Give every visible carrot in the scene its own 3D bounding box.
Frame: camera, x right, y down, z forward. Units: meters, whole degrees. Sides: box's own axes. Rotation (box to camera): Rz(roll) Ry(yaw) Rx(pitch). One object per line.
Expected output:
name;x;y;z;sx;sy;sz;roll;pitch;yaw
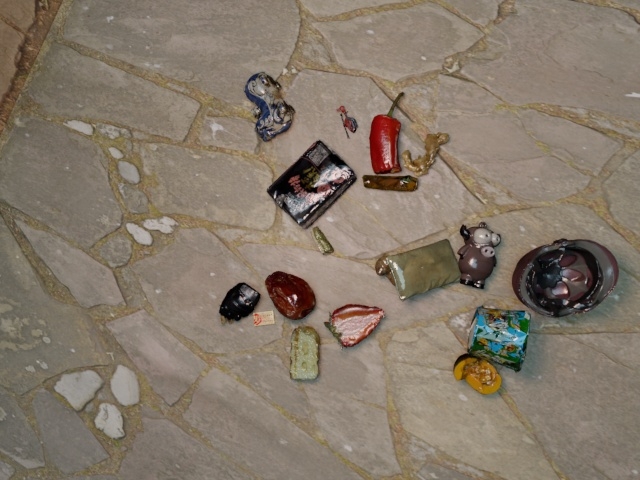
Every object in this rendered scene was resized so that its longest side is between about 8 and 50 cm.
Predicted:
carrot;0.286;-0.240;1.835;0.229;0.069;0.069;5;86;13

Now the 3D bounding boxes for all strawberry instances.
strawberry;0.139;0.319;1.803;0.228;0.098;0.174;-39;80;3

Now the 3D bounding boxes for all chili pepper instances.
chili pepper;0.262;-0.445;1.816;0.131;0.134;0.338;-1;89;34

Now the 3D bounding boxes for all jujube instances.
jujube;-0.129;0.221;1.845;0.236;0.168;0.168;40;94;27

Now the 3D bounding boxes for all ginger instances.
ginger;0.310;0.144;1.785;0.204;0.080;0.104;39;62;5
ginger;0.432;-0.353;1.820;0.193;0.052;0.176;-5;84;19

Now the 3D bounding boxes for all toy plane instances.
toy plane;0.117;-0.514;1.904;0.060;0.037;0.145;-24;85;19

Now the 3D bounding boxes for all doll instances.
doll;0.606;0.052;1.712;0.182;0.117;0.257;16;89;-17

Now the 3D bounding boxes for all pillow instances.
pillow;0.406;0.113;1.732;0.302;0.075;0.184;-15;80;-17

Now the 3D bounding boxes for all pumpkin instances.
pumpkin;0.588;0.496;1.689;0.183;0.107;0.119;33;101;-3

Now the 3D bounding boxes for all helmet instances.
helmet;0.861;0.133;1.617;0.338;0.197;0.271;-24;90;2

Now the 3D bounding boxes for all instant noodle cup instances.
instant noodle cup;0.649;0.350;1.633;0.178;0.240;0.240;12;88;16

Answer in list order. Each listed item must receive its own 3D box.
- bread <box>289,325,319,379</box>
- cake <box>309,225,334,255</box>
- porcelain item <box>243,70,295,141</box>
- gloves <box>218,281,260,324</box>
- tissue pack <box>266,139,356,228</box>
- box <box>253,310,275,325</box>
bread;-0.060;0.469;1.840;0.128;0.088;0.232;1;92;21
cake;0.000;0.000;1.879;0.051;0.055;0.140;-38;77;13
porcelain item;-0.238;-0.588;1.946;0.186;0.138;0.288;-34;84;25
gloves;-0.360;0.280;1.906;0.164;0.124;0.203;32;84;30
tissue pack;-0.040;-0.238;1.875;0.332;0.123;0.245;-45;73;2
box;-0.244;0.337;1.920;0.093;0.015;0.058;-9;82;11
